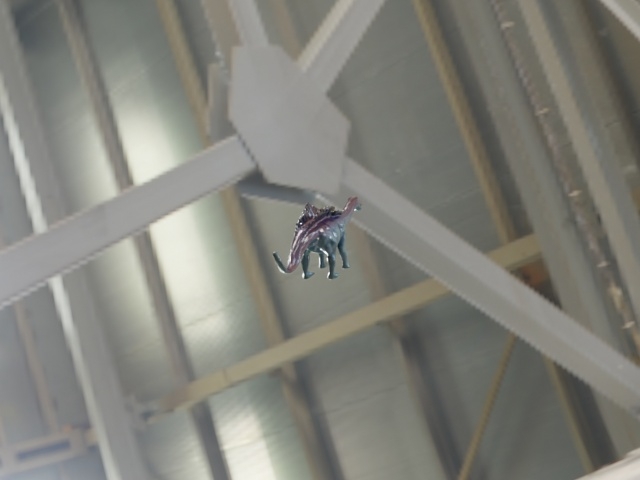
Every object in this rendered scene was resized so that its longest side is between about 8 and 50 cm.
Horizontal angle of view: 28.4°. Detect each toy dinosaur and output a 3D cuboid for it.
[{"bbox_3d":[0.000,0.000,1.320,0.045,0.197,0.080,3,-70,28],"label":"toy dinosaur"}]
